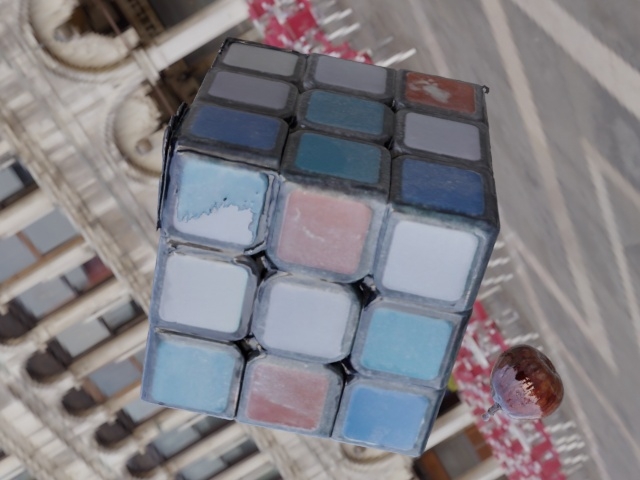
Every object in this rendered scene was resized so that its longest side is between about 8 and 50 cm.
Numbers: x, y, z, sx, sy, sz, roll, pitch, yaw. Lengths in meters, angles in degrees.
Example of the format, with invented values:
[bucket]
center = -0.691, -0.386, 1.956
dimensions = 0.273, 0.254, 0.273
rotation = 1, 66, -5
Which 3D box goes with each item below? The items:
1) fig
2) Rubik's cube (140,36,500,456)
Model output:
[fig]
center = 0.327, 0.234, 1.685
dimensions = 0.128, 0.150, 0.128
rotation = 14, -107, -54
[Rubik's cube]
center = 0.000, 0.000, 1.218
dimensions = 0.362, 0.358, 0.363
rotation = -86, 5, -60
